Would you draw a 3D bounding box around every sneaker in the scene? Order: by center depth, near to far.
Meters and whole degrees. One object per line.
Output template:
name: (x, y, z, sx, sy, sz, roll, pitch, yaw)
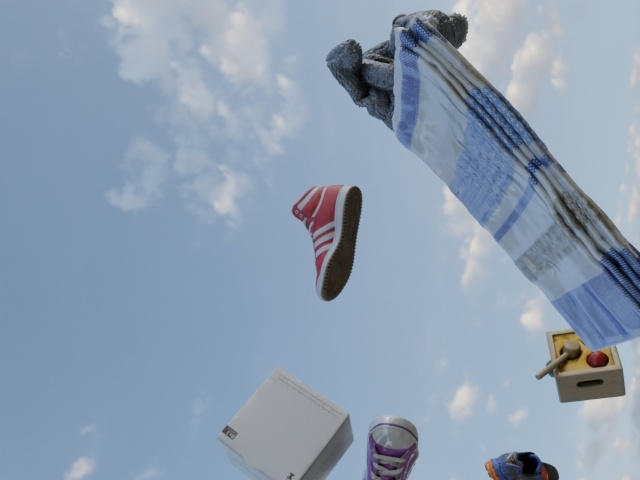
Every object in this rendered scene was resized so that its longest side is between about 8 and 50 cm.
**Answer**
sneaker: (0.000, 0.000, 0.702, 0.042, 0.067, 0.119, 21, -100, -53)
sneaker: (0.123, 0.461, 1.288, 0.161, 0.102, 0.282, -72, -12, -50)
sneaker: (0.466, 0.513, 1.526, 0.221, 0.087, 0.083, 18, -140, -37)

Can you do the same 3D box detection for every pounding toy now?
pounding toy: (0.447, 0.214, 1.206, 0.130, 0.141, 0.100, -80, -27, -52)

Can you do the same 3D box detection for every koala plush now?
koala plush: (0.169, -0.337, 1.280, 0.203, 0.221, 0.196, 56, -145, 10)

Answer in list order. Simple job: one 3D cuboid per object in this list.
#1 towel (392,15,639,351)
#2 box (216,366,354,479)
towel: (0.153, -0.030, 0.560, 0.034, 0.285, 0.209, -37, -14, -4)
box: (-0.061, 0.370, 1.285, 0.182, 0.181, 0.119, -47, -30, -26)
